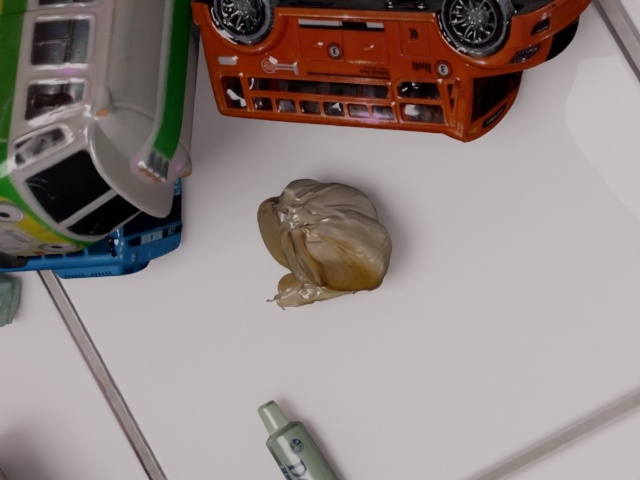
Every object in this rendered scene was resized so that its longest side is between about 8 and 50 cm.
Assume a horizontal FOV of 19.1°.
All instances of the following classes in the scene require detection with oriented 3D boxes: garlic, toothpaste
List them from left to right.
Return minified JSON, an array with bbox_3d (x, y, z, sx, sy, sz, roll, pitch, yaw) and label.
[{"bbox_3d":[0.000,-0.005,1.307,0.113,0.074,0.094,10,140,33],"label":"garlic"},{"bbox_3d":[0.012,0.201,1.366,0.048,0.029,0.197,-34,85,30],"label":"toothpaste"}]

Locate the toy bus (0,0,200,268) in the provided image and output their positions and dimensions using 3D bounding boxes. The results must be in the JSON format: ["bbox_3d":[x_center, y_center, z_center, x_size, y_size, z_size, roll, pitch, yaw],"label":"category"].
[{"bbox_3d":[-0.171,-0.144,1.279,0.179,0.143,0.305,-4,70,22],"label":"toy bus"}]

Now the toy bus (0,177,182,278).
[{"bbox_3d":[-0.193,-0.025,1.403,0.184,0.090,0.106,-4,96,31],"label":"toy bus"}]

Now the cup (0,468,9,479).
[{"bbox_3d":[-0.299,0.325,1.461,0.288,0.208,0.273,-43,79,27],"label":"cup"}]

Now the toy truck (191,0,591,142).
[{"bbox_3d":[0.049,-0.131,1.234,0.252,0.107,0.114,7,117,30],"label":"toy truck"}]

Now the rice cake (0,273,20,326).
[{"bbox_3d":[-0.347,0.020,1.525,0.245,0.042,0.045,14,103,27],"label":"rice cake"}]
